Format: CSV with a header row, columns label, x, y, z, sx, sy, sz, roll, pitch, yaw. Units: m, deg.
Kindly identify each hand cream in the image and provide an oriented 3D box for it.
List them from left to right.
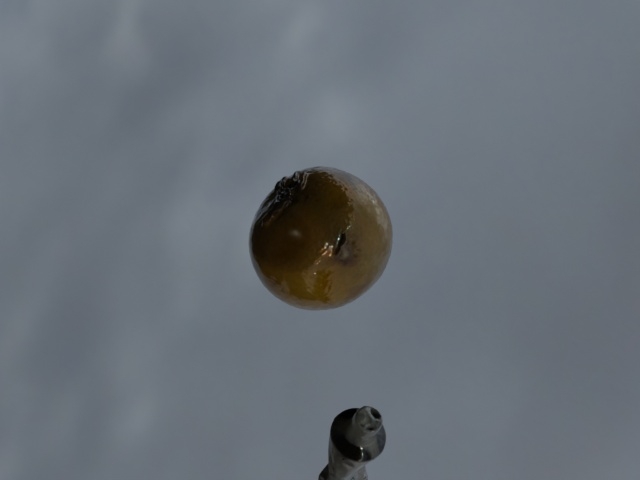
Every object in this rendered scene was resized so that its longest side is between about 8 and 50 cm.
label,x,y,z,sx,sy,sz,roll,pitch,yaw
hand cream,0.030,0.221,1.496,0.050,0.257,0.084,27,-119,16

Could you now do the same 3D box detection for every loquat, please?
label,x,y,z,sx,sy,sz,roll,pitch,yaw
loquat,0.000,0.000,1.505,0.141,0.141,0.141,-31,-136,36
